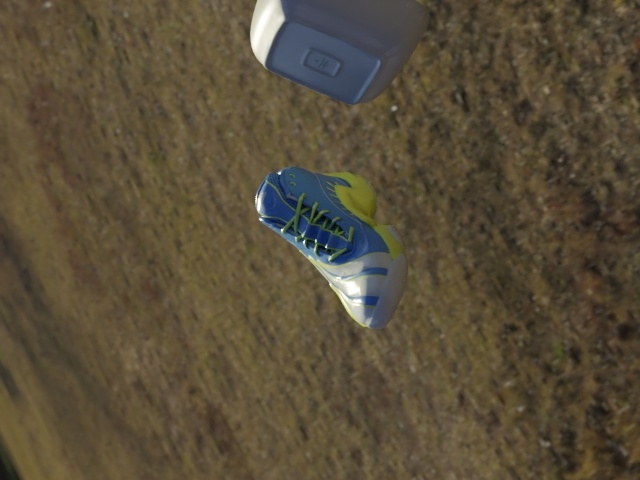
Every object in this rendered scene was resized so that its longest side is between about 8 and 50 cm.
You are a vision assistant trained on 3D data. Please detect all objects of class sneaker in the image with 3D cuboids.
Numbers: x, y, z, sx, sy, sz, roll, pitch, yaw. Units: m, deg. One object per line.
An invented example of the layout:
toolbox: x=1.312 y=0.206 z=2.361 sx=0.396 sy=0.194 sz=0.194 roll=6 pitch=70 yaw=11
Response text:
sneaker: x=0.000 y=0.000 z=1.063 sx=0.240 sy=0.126 sz=0.091 roll=-111 pitch=39 yaw=-63

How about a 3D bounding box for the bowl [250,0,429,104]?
bowl: x=0.008 y=-0.171 z=0.968 sx=0.142 sy=0.053 sz=0.142 roll=23 pitch=157 yaw=-8
